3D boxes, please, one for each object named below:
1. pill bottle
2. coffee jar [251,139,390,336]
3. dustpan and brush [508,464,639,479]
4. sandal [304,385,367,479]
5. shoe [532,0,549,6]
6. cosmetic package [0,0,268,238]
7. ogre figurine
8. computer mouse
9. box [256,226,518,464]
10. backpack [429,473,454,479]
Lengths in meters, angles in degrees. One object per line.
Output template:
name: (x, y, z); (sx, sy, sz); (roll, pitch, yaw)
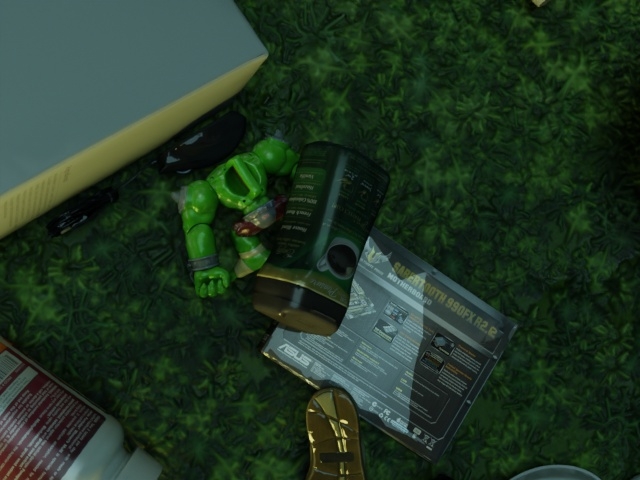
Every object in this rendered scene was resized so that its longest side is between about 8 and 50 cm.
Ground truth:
pill bottle: (-0.274, 0.201, 0.783); (0.221, 0.121, 0.121); (37, 81, -4)
coffee jar: (0.000, 0.000, 0.803); (0.096, 0.079, 0.184); (31, 74, -44)
dustpan and brush: (0.314, 0.309, 0.909); (0.211, 0.060, 0.147); (-20, 90, -3)
sandal: (0.015, 0.233, 0.852); (0.072, 0.049, 0.180); (1, 107, 5)
shoe: (0.297, -0.359, 0.955); (0.178, 0.063, 0.081); (-42, 91, -15)
cosmetic package: (-0.269, -0.154, 0.750); (0.385, 0.156, 0.217); (-34, 91, -28)
ogre figurine: (-0.069, -0.037, 0.851); (0.197, 0.097, 0.118); (-29, 102, 1)
computer mouse: (-0.179, -0.065, 0.849); (0.242, 0.071, 0.041); (-33, 102, -9)
box: (0.074, 0.107, 0.880); (0.231, 0.056, 0.183); (33, 80, -5)
backpack: (0.106, 0.355, 0.836); (0.173, 0.117, 0.158); (-28, 89, -8)
